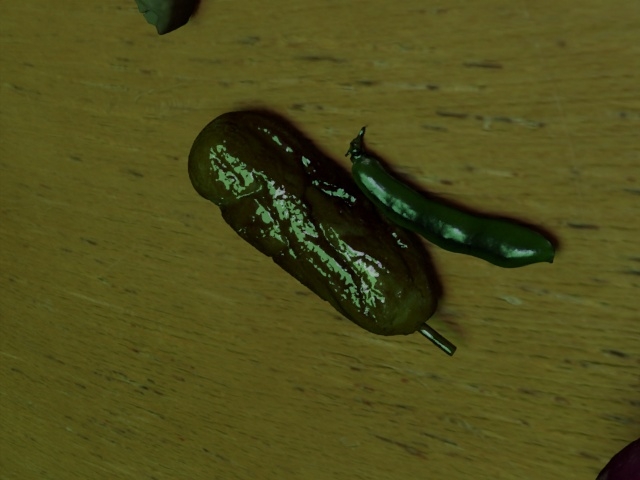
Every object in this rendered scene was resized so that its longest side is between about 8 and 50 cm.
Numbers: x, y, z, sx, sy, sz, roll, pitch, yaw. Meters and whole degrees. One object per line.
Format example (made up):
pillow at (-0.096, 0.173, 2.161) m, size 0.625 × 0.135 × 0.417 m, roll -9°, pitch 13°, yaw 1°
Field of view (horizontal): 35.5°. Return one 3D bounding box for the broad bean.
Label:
broad bean at (0.112, -0.026, 0.930) m, size 0.227 × 0.039 × 0.069 m, roll 32°, pitch 125°, yaw 19°

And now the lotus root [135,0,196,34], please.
lotus root at (-0.174, -0.347, 0.940) m, size 0.170 × 0.074 × 0.260 m, roll -33°, pitch 94°, yaw 41°

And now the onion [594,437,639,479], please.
onion at (0.331, 0.298, 0.720) m, size 0.348 × 0.385 × 0.347 m, roll 7°, pitch 106°, yaw 24°

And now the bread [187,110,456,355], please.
bread at (0.002, -0.001, 0.999) m, size 0.344 × 0.084 × 0.124 m, roll 42°, pitch 134°, yaw 10°
